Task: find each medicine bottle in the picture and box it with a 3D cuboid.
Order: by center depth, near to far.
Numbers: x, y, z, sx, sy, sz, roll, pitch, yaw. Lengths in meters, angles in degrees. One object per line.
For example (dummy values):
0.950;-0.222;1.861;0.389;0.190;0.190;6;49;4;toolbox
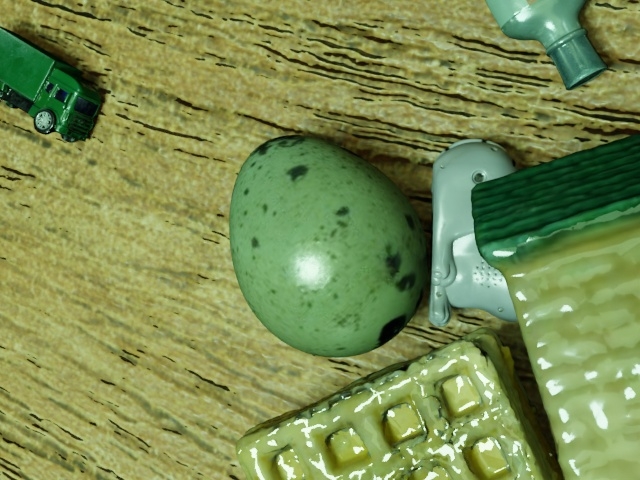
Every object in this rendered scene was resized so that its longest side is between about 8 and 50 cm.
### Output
0.197;-0.239;0.840;0.090;0.054;0.208;-29;82;15;medicine bottle

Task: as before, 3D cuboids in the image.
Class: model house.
0.330;0.016;0.671;0.382;0.334;0.342;-19;74;13;model house

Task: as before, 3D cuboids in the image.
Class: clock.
0.161;-0.007;0.838;0.117;0.080;0.176;1;87;4;clock

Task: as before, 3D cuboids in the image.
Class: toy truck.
-0.312;-0.168;0.993;0.147;0.065;0.079;32;96;16;toy truck

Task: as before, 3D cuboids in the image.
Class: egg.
0.000;0.000;0.840;0.177;0.177;0.228;-39;68;14;egg

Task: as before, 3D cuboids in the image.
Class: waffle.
0.118;0.290;0.793;0.261;0.114;0.376;-27;83;13;waffle
